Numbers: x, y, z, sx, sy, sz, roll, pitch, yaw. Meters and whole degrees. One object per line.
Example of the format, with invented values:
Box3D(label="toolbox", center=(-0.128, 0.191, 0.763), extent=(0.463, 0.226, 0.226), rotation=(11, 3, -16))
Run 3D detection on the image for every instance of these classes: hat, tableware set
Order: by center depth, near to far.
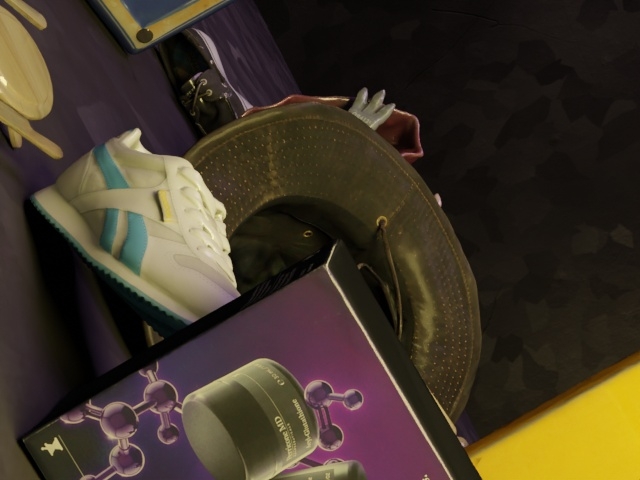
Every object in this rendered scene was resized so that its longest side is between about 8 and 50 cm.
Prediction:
Box3D(label="tableware set", center=(-0.245, -0.137, 0.846), extent=(0.194, 0.039, 0.128), rotation=(40, 32, -55))
Box3D(label="hat", center=(-0.029, 0.054, 1.039), extent=(0.134, 0.331, 0.331), rotation=(-1, -52, 53))

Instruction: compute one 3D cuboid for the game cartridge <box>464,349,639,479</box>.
Box3D(label="game cartridge", center=(0.141, 0.253, 0.770), extent=(0.285, 0.324, 0.053), rotation=(60, 9, 1))

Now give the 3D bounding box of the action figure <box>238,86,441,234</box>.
Box3D(label="action figure", center=(0.000, 0.000, 1.402), extent=(0.370, 0.248, 0.275), rotation=(96, 5, -60))

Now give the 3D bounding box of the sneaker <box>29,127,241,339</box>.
Box3D(label="sneaker", center=(-0.097, 0.000, 0.823), extent=(0.229, 0.092, 0.087), rotation=(39, -13, 41))

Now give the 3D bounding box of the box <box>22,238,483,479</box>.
Box3D(label="box", center=(-0.005, 0.160, 0.696), extent=(0.261, 0.184, 0.103), rotation=(59, 10, -4))

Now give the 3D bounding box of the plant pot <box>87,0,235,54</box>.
Box3D(label="plant pot", center=(-0.184, -0.363, 1.473), extent=(0.236, 0.236, 0.212), rotation=(55, 13, -37))

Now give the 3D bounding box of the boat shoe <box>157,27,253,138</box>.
Box3D(label="boat shoe", center=(-0.148, -0.190, 1.642), extent=(0.076, 0.080, 0.228), rotation=(21, 39, -51))

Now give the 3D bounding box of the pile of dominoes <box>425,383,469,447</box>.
Box3D(label="pile of dominoes", center=(0.039, 0.182, 0.880), extent=(0.251, 0.196, 0.040), rotation=(55, 32, -31))
